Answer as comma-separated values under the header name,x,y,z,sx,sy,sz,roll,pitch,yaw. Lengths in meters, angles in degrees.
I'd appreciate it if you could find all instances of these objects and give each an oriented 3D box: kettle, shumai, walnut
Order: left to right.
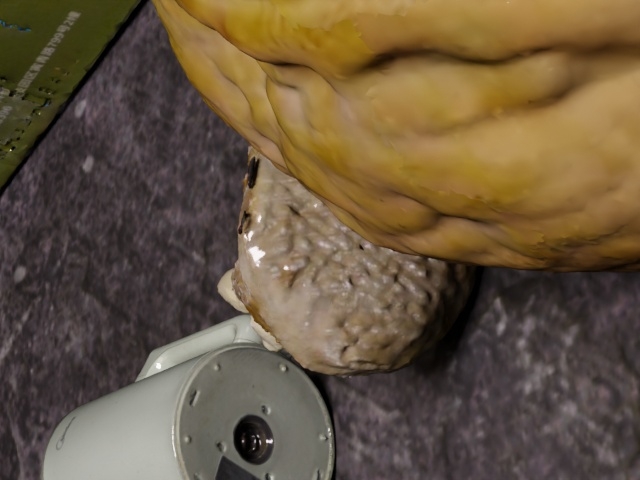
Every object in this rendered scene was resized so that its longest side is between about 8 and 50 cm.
name,x,y,z,sx,sy,sz,roll,pitch,yaw
kettle,-0.075,0.103,0.961,0.148,0.098,0.127,-21,71,51
shumai,0.000,0.004,0.871,0.116,0.145,0.145,-21,65,58
walnut,0.078,-0.138,0.674,0.344,0.306,0.306,17,95,55

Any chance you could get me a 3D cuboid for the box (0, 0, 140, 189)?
name,x,y,z,sx,sy,sz,roll,pitch,yaw
box,-0.229,-0.281,1.217,0.420,0.138,0.373,-46,49,34
